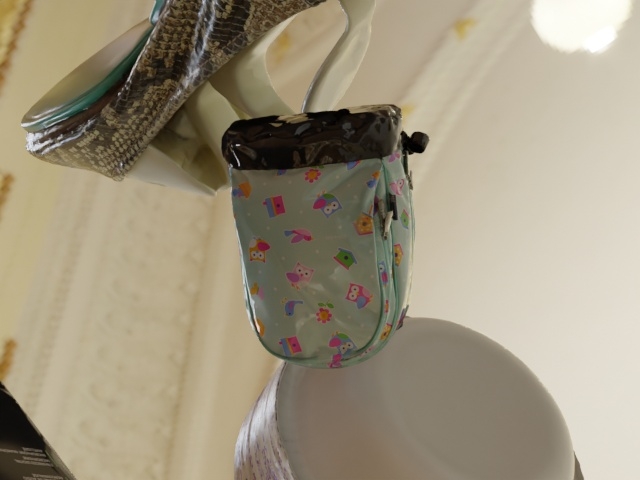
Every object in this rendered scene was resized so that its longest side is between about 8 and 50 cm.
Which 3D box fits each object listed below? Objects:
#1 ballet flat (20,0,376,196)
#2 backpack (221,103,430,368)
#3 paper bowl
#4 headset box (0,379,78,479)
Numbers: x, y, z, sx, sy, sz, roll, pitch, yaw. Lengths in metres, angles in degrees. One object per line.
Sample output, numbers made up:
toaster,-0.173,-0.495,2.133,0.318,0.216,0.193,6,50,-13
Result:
ballet flat,-0.083,-0.135,1.290,0.483,0.182,0.164,-37,-168,52
backpack,0.000,0.000,1.195,0.151,0.182,0.115,-3,-169,21
paper bowl,0.086,0.176,1.318,0.148,0.284,0.284,-57,-164,37
headset box,-0.256,0.180,0.955,0.283,0.246,0.131,44,-73,39
